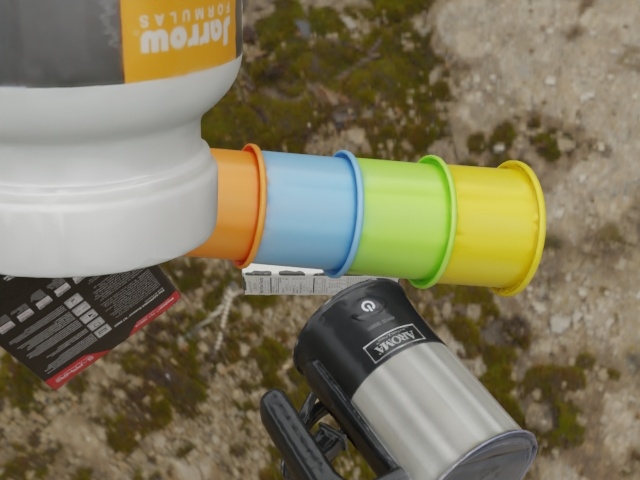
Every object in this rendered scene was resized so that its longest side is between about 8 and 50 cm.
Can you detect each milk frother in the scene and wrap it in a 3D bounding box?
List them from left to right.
[{"bbox_3d":[0.042,0.124,0.678,0.129,0.143,0.134,-34,53,-8],"label":"milk frother"}]

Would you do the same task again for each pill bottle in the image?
[{"bbox_3d":[-0.113,-0.135,0.484,0.162,0.278,0.162,0,20,0],"label":"pill bottle"}]

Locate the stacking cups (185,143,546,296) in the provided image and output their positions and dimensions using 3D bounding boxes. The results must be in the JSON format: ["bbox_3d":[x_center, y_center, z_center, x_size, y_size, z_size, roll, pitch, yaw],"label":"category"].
[{"bbox_3d":[-0.016,-0.013,0.714,0.316,0.096,0.096,2,61,-20],"label":"stacking cups"}]

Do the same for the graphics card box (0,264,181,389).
[{"bbox_3d":[-0.346,0.044,1.473,0.233,0.371,0.094,-36,64,-6],"label":"graphics card box"}]

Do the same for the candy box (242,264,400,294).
[{"bbox_3d":[0.000,0.000,1.681,0.234,0.071,0.159,1,58,-2],"label":"candy box"}]
